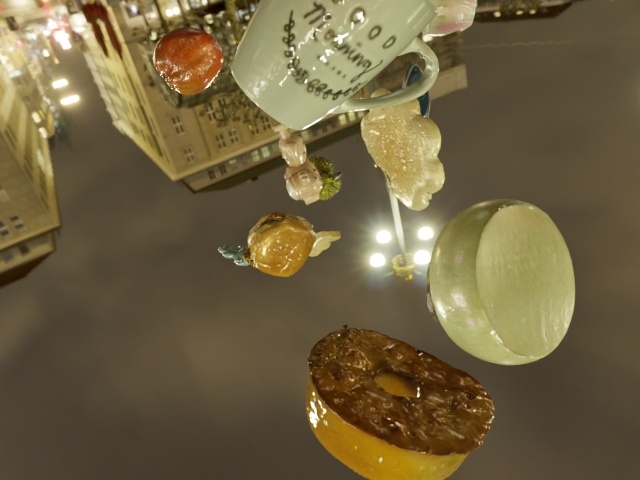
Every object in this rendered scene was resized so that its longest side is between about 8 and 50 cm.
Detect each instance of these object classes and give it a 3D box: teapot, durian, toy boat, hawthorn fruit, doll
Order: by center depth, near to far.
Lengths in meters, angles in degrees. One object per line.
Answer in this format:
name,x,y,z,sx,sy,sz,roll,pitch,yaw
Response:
toy boat,0.241,-0.342,1.371,0.067,0.220,0.291,2,173,1
hawthorn fruit,-0.357,-0.490,1.384,0.189,0.189,0.189,-12,-151,7
teapot,0.410,-0.774,1.620,0.178,0.221,0.163,-2,-168,-1
doll,-0.080,-0.253,1.646,0.119,0.278,0.154,-23,-173,1
durian,-0.003,-0.229,1.926,0.146,0.159,0.198,-31,-119,-6
doll,-0.317,0.060,1.940,0.180,0.075,0.120,7,-154,40

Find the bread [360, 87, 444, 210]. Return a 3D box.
bread,0.157,-0.190,0.991,0.039,0.182,0.251,-18,-113,-23

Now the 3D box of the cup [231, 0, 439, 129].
cup,0.032,-0.254,0.677,0.234,0.258,0.186,-46,-150,24

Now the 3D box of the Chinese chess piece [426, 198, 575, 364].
Chinese chess piece,0.388,0.086,1.084,0.349,0.349,0.146,-35,-168,-32

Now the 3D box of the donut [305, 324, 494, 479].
donut,0.105,0.244,0.755,0.277,0.108,0.277,12,-157,-5

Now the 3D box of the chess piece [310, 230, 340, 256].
chess piece,0.000,0.000,1.938,0.090,0.090,0.200,-31,180,-27

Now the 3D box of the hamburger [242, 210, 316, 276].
hamburger,-0.088,0.008,1.109,0.138,0.147,0.083,21,-155,-27
